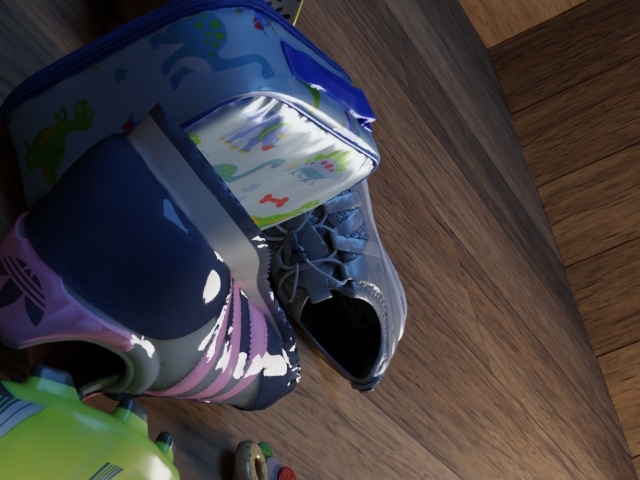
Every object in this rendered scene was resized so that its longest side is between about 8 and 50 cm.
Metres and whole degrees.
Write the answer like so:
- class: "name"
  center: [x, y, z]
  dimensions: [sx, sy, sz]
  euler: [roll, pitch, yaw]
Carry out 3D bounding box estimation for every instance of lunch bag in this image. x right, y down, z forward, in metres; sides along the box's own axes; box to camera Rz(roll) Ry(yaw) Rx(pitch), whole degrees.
- class: "lunch bag"
  center: [-0.067, -0.064, 0.719]
  dimensions: [0.219, 0.176, 0.090]
  euler: [20, 49, -66]

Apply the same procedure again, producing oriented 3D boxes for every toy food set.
- class: "toy food set"
  center: [-0.032, 0.171, 0.771]
  dimensions: [0.082, 0.020, 0.083]
  euler: [29, 40, -64]

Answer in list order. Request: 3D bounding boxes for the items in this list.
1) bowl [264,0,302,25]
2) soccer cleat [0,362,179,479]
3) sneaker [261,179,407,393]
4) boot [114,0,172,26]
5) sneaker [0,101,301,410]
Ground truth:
- class: "bowl"
  center: [-0.075, -0.245, 1.053]
  dimensions: [0.080, 0.170, 0.170]
  euler: [10, 47, -23]
- class: "soccer cleat"
  center: [-0.149, 0.099, 0.453]
  dimensions: [0.289, 0.093, 0.121]
  euler: [40, 60, -63]
- class: "sneaker"
  center: [0.000, 0.000, 0.956]
  dimensions: [0.281, 0.105, 0.115]
  euler: [58, 18, -26]
- class: "boot"
  center: [-0.153, -0.281, 0.866]
  dimensions: [0.220, 0.109, 0.283]
  euler: [56, 16, -33]
- class: "sneaker"
  center: [-0.095, 0.044, 0.650]
  dimensions: [0.112, 0.131, 0.319]
  euler: [49, -11, 23]
